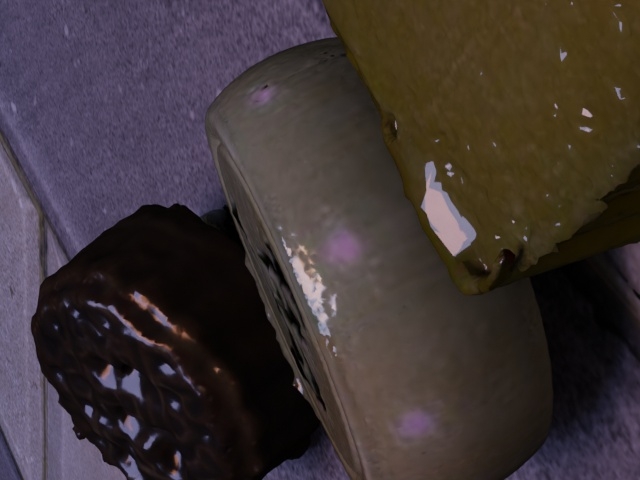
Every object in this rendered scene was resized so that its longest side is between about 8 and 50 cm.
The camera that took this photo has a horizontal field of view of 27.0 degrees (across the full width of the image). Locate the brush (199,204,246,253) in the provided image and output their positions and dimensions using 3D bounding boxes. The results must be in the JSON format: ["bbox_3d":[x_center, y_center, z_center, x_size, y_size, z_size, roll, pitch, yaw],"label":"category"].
[{"bbox_3d":[-0.135,0.046,1.157,0.068,0.060,0.297,67,154,11],"label":"brush"}]

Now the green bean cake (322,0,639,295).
[{"bbox_3d":[0.096,-0.127,0.510,0.233,0.124,0.236,65,153,18],"label":"green bean cake"}]

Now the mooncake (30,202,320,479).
[{"bbox_3d":[-0.111,0.093,0.996,0.228,0.124,0.228,26,134,31],"label":"mooncake"}]

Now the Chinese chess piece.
[{"bbox_3d":[0.025,0.019,0.694,0.250,0.101,0.250,158,90,-82],"label":"Chinese chess piece"}]
